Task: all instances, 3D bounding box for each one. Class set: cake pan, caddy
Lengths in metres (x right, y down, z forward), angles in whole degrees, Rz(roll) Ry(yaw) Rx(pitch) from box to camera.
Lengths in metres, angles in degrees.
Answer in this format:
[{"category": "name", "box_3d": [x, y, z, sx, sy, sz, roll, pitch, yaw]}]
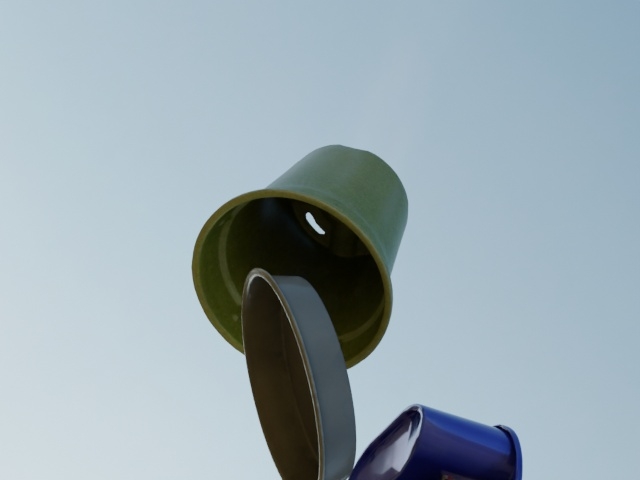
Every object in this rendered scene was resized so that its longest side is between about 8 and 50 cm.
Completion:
[{"category": "cake pan", "box_3d": [-0.026, 0.171, 1.881, 0.293, 0.054, 0.293, 168, -90, -74]}, {"category": "caddy", "box_3d": [0.147, 0.362, 2.026, 0.341, 0.179, 0.241, 127, -20, -53]}]

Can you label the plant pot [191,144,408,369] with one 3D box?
[{"category": "plant pot", "box_3d": [0.000, 0.000, 2.126, 0.276, 0.254, 0.276, 10, -58, 16]}]
